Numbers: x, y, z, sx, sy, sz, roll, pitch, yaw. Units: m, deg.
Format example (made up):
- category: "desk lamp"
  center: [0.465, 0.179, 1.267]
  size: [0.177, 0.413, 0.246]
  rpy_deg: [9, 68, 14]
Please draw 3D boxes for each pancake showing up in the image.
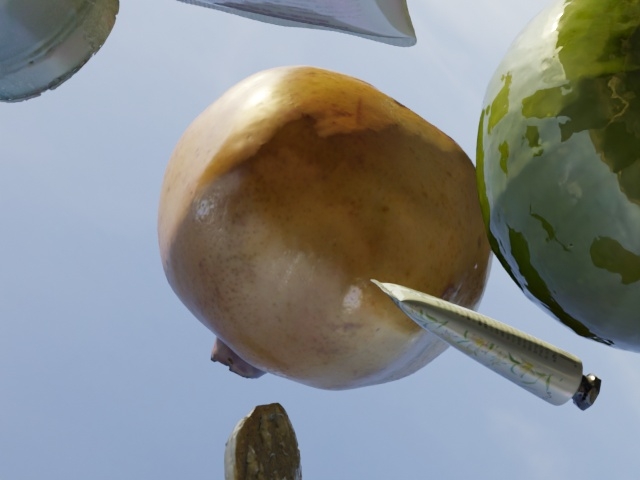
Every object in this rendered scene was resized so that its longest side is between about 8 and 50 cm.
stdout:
- category: "pancake"
  center: [-0.049, 0.224, 1.445]
  size: [0.151, 0.025, 0.151]
  rpy_deg: [-8, -90, -66]

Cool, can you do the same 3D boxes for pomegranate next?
- category: "pomegranate"
  center: [0.000, 0.000, 1.829]
  size: [0.417, 0.417, 0.416]
  rpy_deg: [40, -154, -24]

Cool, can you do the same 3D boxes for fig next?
- category: "fig"
  center: [0.252, -0.049, 1.158]
  size: [0.316, 0.316, 0.316]
  rpy_deg: [40, -154, -24]

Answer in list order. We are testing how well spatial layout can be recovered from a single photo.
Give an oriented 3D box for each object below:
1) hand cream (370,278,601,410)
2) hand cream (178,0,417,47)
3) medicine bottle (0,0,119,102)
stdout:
- category: "hand cream"
  center: [0.127, 0.079, 1.189]
  size: [0.194, 0.042, 0.067]
  rpy_deg: [26, -172, -14]
- category: "hand cream"
  center: [-0.024, -0.211, 0.939]
  size: [0.358, 0.185, 0.118]
  rpy_deg: [87, -167, -73]
- category: "medicine bottle"
  center: [-0.378, -0.313, 1.692]
  size: [0.290, 0.245, 0.245]
  rpy_deg: [53, -163, -43]
